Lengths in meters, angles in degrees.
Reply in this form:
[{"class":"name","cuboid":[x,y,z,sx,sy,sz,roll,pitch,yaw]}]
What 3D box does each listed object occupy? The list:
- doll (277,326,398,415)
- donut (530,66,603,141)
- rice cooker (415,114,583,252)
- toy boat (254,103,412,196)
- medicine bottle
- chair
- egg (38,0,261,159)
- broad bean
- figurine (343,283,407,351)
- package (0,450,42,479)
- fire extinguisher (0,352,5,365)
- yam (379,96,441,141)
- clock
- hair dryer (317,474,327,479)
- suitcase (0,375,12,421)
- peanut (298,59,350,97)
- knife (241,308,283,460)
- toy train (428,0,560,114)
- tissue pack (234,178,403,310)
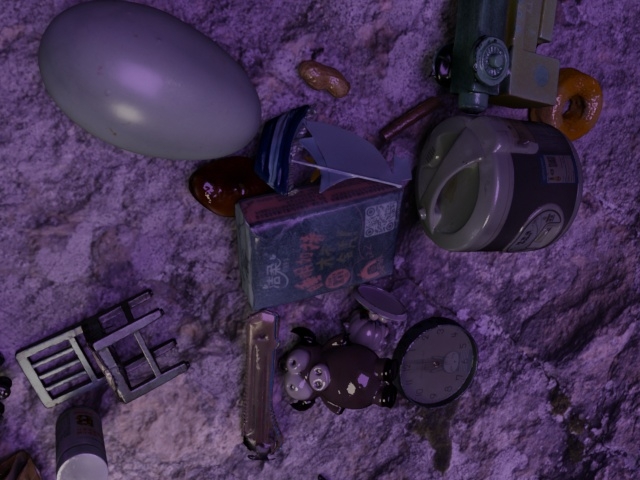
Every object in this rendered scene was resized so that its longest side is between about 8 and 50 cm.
[{"class":"doll","cuboid":[0.028,0.274,1.366,0.257,0.117,0.182,5,96,18]},{"class":"donut","cuboid":[0.555,-0.296,1.505,0.178,0.065,0.162,-45,115,-7]},{"class":"rice cooker","cuboid":[0.345,-0.112,1.345,0.276,0.288,0.289,1,103,-27]},{"class":"toy boat","cuboid":[0.031,-0.158,1.251,0.290,0.067,0.221,10,56,0]},{"class":"medicine bottle","cuboid":[-0.433,0.376,1.216,0.086,0.183,0.086,-6,105,-21]},{"class":"chair","cuboid":[-0.393,0.217,1.215,0.270,0.147,0.137,-25,112,-16]},{"class":"egg","cuboid":[-0.265,-0.250,1.100,0.370,0.230,0.230,19,96,-28]},{"class":"broad bean","cuboid":[-0.161,-0.100,1.261,0.165,0.084,0.114,-11,115,-24]},{"class":"figurine","cuboid":[0.096,0.187,1.425,0.132,0.132,0.154,18,109,-24]},{"class":"package","cuboid":[-0.536,0.558,1.236,0.165,0.221,0.312,-23,113,-37]},{"class":"fire extinguisher","cuboid":[-0.598,0.193,1.193,0.083,0.025,0.038,49,45,-24]},{"class":"yam","cuboid":[0.185,-0.251,1.388,0.145,0.032,0.032,-35,113,-9]},{"class":"clock","cuboid":[0.266,0.284,1.550,0.214,0.042,0.215,-5,106,-20]},{"class":"hair dryer","cuboid":[0.019,0.564,1.533,0.047,0.026,0.083,-42,111,-8]},{"class":"suitcase","cuboid":[-0.730,0.308,1.035,0.433,0.283,0.194,15,115,-25]},{"class":"peanut","cuboid":[0.009,-0.310,1.295,0.113,0.054,0.054,19,96,-25]},{"class":"knife","cuboid":[-0.117,0.295,1.372,0.089,0.043,0.366,-4,115,-15]},{"class":"toy train","cuboid":[0.360,-0.441,1.331,0.253,0.160,0.398,3,93,-30]},{"class":"tissue pack","cuboid":[0.000,0.000,1.302,0.315,0.103,0.228,-14,131,-19]}]
